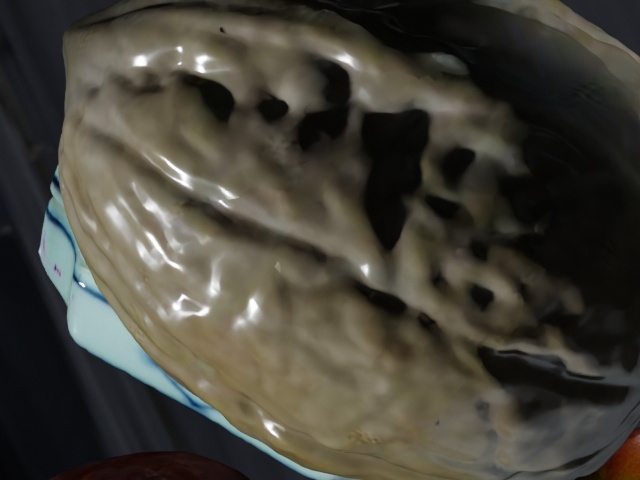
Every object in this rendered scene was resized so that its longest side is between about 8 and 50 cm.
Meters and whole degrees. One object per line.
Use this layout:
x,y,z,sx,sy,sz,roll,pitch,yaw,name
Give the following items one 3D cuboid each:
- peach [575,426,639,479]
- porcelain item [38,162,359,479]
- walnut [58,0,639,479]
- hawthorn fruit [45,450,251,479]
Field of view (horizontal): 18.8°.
0.149,0.108,0.829,0.098,0.061,0.098,-15,-12,-3,peach
0.000,0.000,1.154,0.281,0.286,0.157,-47,-18,-60,porcelain item
0.017,-0.012,0.637,0.178,0.230,0.178,-61,3,6,walnut
-0.058,0.218,0.665,0.242,0.242,0.271,-15,41,52,hawthorn fruit
